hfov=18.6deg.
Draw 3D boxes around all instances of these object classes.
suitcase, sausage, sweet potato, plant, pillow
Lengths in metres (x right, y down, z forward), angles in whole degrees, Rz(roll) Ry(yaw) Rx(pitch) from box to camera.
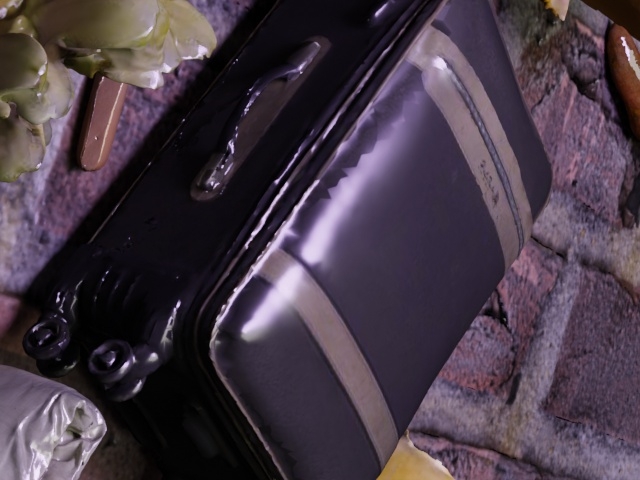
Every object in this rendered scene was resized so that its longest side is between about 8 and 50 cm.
[{"bbox_3d":[0.000,0.000,1.428,0.434,0.194,0.283,-55,140,-27],"label":"suitcase"},{"bbox_3d":[-0.145,-0.103,1.339,0.026,0.026,0.116,13,93,-54],"label":"sausage"},{"bbox_3d":[0.342,-0.126,1.945,0.255,0.058,0.078,37,56,-49],"label":"sweet potato"},{"bbox_3d":[-0.215,-0.166,1.134,0.306,0.297,0.261,-21,98,0],"label":"plant"},{"bbox_3d":[-0.226,0.130,1.184,0.134,0.181,0.078,-54,142,-25],"label":"pillow"}]

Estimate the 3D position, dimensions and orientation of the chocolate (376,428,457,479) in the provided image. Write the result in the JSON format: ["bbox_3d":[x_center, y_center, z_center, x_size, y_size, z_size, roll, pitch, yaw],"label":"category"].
[{"bbox_3d":[-0.037,0.354,1.545,0.445,0.162,0.162,-51,138,-26],"label":"chocolate"}]

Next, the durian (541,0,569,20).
[{"bbox_3d":[0.084,-0.314,1.455,0.305,0.185,0.195,48,27,-23],"label":"durian"}]

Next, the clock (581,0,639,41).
[{"bbox_3d":[0.252,-0.300,1.567,0.200,0.244,0.317,-48,148,-5],"label":"clock"}]
